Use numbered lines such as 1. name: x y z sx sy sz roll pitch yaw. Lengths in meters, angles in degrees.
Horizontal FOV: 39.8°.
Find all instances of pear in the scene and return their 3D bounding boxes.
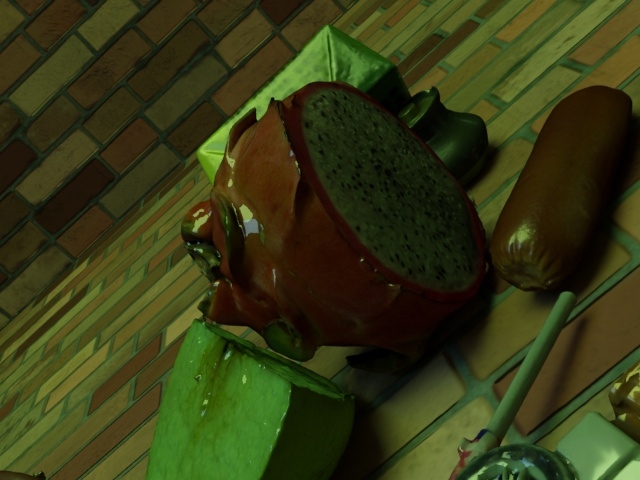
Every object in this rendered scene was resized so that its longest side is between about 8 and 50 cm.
1. pear: -0.077 0.225 0.860 0.239 0.139 0.288 -62 26 -6

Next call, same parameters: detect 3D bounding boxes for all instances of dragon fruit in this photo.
1. dragon fruit: 0.000 0.000 0.923 0.226 0.305 0.305 -42 17 30

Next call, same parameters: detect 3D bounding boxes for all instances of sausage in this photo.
1. sausage: 0.243 -0.065 0.874 0.089 0.083 0.300 -41 14 49

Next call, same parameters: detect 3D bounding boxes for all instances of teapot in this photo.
1. teapot: 0.137 -0.114 1.138 0.166 0.119 0.130 -51 19 -18

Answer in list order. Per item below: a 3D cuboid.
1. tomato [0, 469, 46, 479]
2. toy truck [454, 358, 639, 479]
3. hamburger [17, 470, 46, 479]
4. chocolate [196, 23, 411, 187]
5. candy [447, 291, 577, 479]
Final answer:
1. tomato: -0.368 0.375 0.944 0.265 0.265 0.265 -38 20 16
2. toy truck: 0.246 0.105 0.382 0.387 0.173 0.207 -43 28 -4
3. hamburger: -0.452 0.419 1.220 0.215 0.122 0.189 -33 15 39
4. chocolate: -0.008 -0.135 1.257 0.289 0.137 0.301 -44 -17 4
5. candy: 0.115 0.161 0.650 0.124 0.124 0.365 -20 23 50
